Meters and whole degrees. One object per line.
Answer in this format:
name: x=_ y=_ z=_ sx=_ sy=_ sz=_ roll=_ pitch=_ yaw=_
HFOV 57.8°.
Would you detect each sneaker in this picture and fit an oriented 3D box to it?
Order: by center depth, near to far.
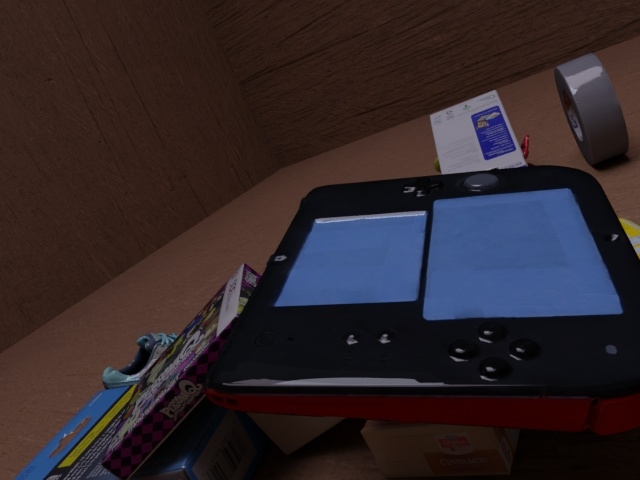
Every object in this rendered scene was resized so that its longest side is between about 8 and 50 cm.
sneaker: x=-0.278 y=0.219 z=1.101 sx=0.283 sy=0.122 sz=0.110 roll=-36 pitch=18 yaw=-33

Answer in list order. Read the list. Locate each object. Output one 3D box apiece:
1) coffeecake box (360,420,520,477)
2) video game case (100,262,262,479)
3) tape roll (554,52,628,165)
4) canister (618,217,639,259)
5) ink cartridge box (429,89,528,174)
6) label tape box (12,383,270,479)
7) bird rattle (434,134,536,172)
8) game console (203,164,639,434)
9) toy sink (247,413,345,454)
coffeecake box: x=0.149 y=0.171 z=0.649 sx=0.142 sy=0.068 sz=0.185 roll=-17 pitch=17 yaw=34
video game case: x=-0.160 y=0.148 z=0.720 sx=0.232 sy=0.042 sz=0.210 roll=-47 pitch=12 yaw=7
tape roll: x=0.555 y=-0.269 z=1.192 sx=0.072 sy=0.219 sz=0.219 roll=-21 pitch=15 yaw=18
canister: x=0.380 y=0.034 z=0.729 sx=0.126 sy=0.073 sz=0.170 roll=-23 pitch=13 yaw=10
ink cartridge box: x=0.335 y=-0.198 z=1.245 sx=0.165 sy=0.065 sz=0.333 roll=-18 pitch=36 yaw=18
label tape box: x=-0.238 y=0.292 z=0.811 sx=0.333 sy=0.106 sz=0.241 roll=-19 pitch=16 yaw=25
bird rattle: x=0.370 y=-0.126 z=1.303 sx=0.253 sy=0.143 sz=0.207 roll=11 pitch=49 yaw=46
game console: x=0.109 y=0.021 z=0.554 sx=0.341 sy=0.060 sz=0.387 roll=0 pitch=28 yaw=14
toy sink: x=0.001 y=0.129 z=0.728 sx=0.234 sy=0.153 sz=0.131 roll=-44 pitch=1 yaw=31
